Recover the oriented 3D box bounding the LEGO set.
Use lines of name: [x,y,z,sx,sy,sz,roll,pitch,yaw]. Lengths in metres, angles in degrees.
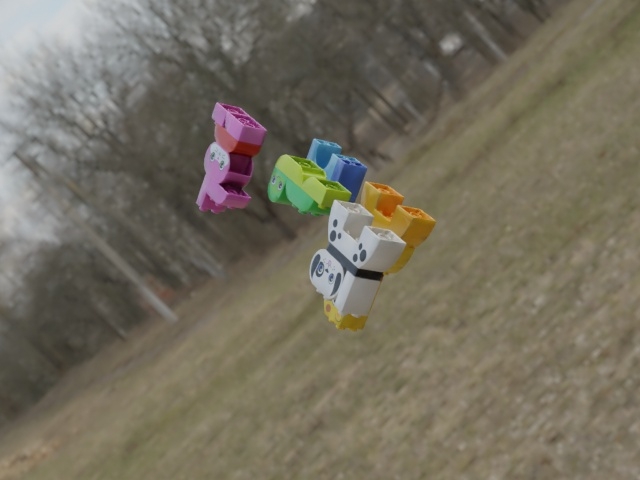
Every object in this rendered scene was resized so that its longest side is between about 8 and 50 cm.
LEGO set: [0.000,0.000,0.870,0.227,0.087,0.093,42,117,53]
